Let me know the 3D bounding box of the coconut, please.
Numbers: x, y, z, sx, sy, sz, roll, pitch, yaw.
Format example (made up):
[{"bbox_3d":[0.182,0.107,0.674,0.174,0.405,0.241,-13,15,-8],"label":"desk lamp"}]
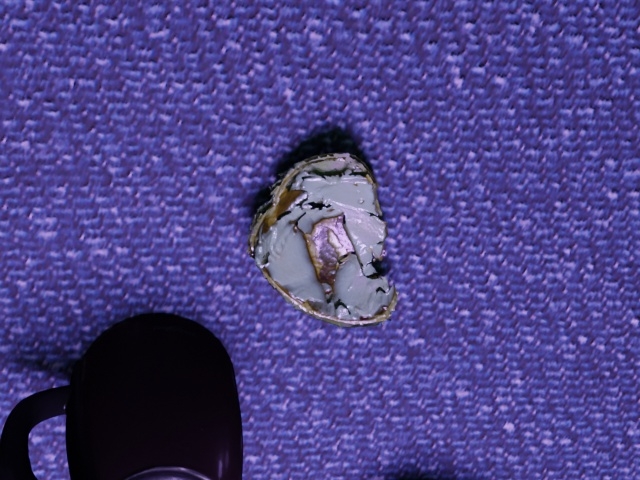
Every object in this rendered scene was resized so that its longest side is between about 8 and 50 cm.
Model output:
[{"bbox_3d":[0.001,-0.003,0.977,0.133,0.055,0.158,-2,110,-8],"label":"coconut"}]

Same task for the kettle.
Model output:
[{"bbox_3d":[-0.150,0.164,0.919,0.202,0.232,0.144,16,106,-15],"label":"kettle"}]
